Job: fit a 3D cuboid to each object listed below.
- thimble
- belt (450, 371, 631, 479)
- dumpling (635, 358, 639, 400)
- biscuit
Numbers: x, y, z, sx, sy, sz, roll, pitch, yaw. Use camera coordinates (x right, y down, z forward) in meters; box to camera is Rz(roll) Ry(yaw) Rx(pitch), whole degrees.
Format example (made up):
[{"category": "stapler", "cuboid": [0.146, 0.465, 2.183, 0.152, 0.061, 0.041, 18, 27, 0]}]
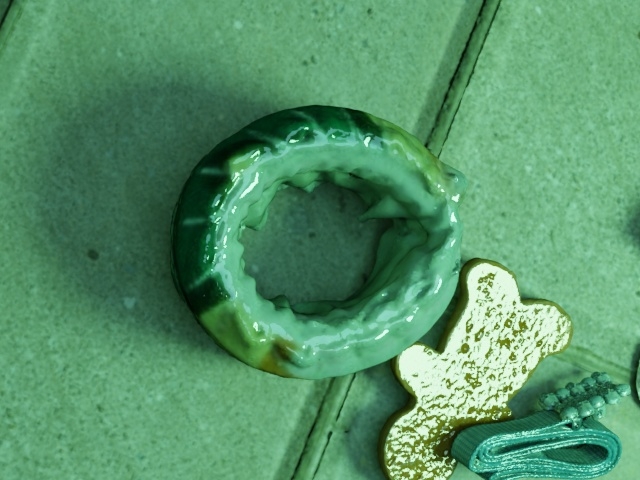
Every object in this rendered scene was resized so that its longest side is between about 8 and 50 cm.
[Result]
[{"category": "thimble", "cuboid": [0.000, 0.000, 1.481, 0.288, 0.167, 0.254, -21, 91, -12]}, {"category": "belt", "cuboid": [0.220, 0.192, 1.547, 0.179, 0.065, 0.100, -4, 107, -24]}, {"category": "dumpling", "cuboid": [0.362, 0.149, 1.613, 0.076, 0.057, 0.052, 60, 37, -28]}, {"category": "biscuit", "cuboid": [0.140, 0.143, 1.560, 0.165, 0.036, 0.250, 37, 80, -20]}]
